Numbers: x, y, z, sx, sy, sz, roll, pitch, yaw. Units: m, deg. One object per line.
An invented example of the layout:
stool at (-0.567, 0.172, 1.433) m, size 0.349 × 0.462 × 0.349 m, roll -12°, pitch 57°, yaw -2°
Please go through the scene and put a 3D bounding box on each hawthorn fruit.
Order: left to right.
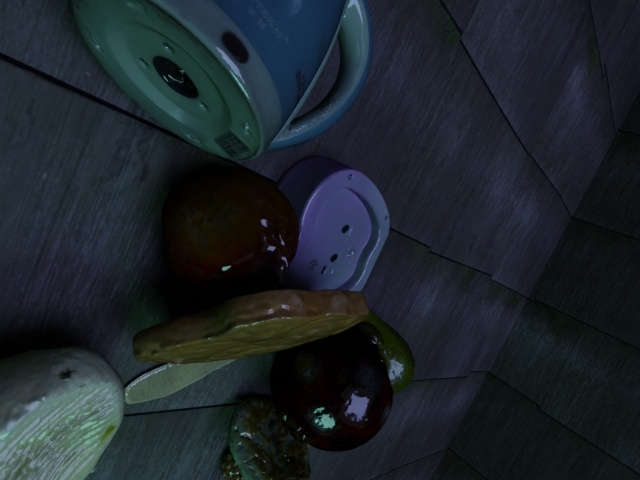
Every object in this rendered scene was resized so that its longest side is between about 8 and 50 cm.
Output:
hawthorn fruit at (-0.122, 0.002, 0.637) m, size 0.208 × 0.248 × 0.207 m, roll -28°, pitch 133°, yaw -36°

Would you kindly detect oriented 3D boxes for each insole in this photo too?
insole at (-0.263, 0.259, 0.828) m, size 0.248 × 0.011 × 0.081 m, roll -17°, pitch 123°, yaw -39°

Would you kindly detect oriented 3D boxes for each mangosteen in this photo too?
mangosteen at (0.031, 0.322, 0.965) m, size 0.311 × 0.311 × 0.310 m, roll -24°, pitch 128°, yaw -35°

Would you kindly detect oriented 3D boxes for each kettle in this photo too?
kettle at (-0.062, -0.283, 0.535) m, size 0.319 × 0.247 × 0.342 m, roll 47°, pitch 65°, yaw -36°

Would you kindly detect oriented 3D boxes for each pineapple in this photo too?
pineapple at (-0.120, 0.581, 0.982) m, size 0.125 × 0.251 × 0.125 m, roll -41°, pitch 146°, yaw -36°

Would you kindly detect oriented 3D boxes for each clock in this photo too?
clock at (0.000, 0.000, 0.875) m, size 0.339 × 0.102 × 0.338 m, roll -24°, pitch 128°, yaw -35°

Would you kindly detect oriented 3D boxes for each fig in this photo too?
fig at (0.152, 0.296, 1.173) m, size 0.206 × 0.206 × 0.274 m, roll -25°, pitch 106°, yaw -34°

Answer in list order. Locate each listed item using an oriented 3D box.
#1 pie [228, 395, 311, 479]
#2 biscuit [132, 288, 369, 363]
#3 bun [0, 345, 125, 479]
pie at (-0.112, 0.469, 0.956) m, size 0.054 × 0.240 × 0.241 m, roll -41°, pitch 144°, yaw 19°
biscuit at (-0.099, 0.161, 0.716) m, size 0.385 × 0.365 × 0.062 m, roll 17°, pitch 56°, yaw -58°
bun at (-0.410, 0.257, 0.569) m, size 0.259 × 0.160 × 0.259 m, roll -45°, pitch 150°, yaw -35°
